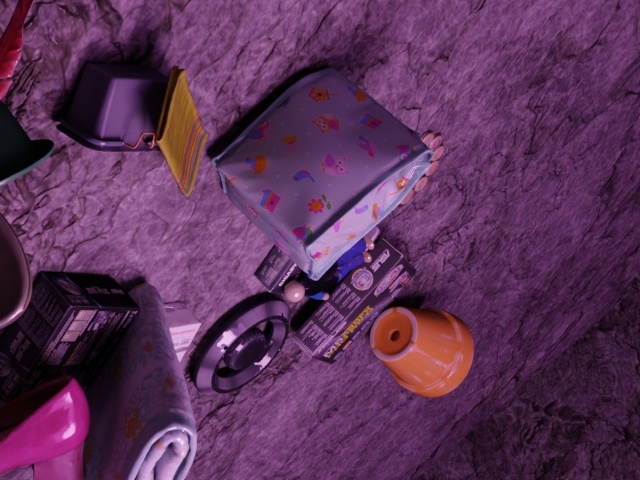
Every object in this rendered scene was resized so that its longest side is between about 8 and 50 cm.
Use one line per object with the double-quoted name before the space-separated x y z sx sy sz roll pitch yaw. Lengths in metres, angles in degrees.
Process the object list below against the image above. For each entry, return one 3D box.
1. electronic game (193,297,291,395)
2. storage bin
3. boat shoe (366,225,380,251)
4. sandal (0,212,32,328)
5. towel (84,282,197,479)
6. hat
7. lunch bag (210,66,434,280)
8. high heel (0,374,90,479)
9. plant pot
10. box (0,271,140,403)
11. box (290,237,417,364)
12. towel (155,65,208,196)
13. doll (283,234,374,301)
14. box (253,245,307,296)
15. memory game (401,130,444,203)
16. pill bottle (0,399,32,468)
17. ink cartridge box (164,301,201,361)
"electronic game" -0.143 0.198 2.016 0.229 0.048 0.229 -36 151 -24
"storage bin" -0.239 -0.163 1.330 0.135 0.098 0.091 -8 123 -53
"boat shoe" 0.082 0.013 2.121 0.100 0.035 0.035 -55 151 -1
"sandal" -0.391 -0.041 1.048 0.120 0.302 0.086 -30 -174 -3
"towel" -0.307 0.299 1.622 0.090 0.320 0.374 14 120 -31
"hat" -0.391 -0.152 1.153 0.208 0.173 0.183 -37 119 -37
"lunch bag" 0.007 -0.112 1.617 0.262 0.223 0.160 -43 159 -14
"high heel" -0.500 0.273 1.453 0.377 0.127 0.181 -10 125 -22
"plant pot" 0.215 0.236 2.474 0.205 0.205 0.188 -52 138 8
"box" -0.369 0.140 1.556 0.180 0.077 0.147 -55 152 16
"box" 0.072 0.128 2.196 0.270 0.060 0.216 -48 165 0
"towel" -0.177 -0.135 1.405 0.237 0.021 0.102 87 12 -77
"doll" 0.013 0.059 1.945 0.189 0.046 0.129 -31 149 -31
"box" 0.000 0.000 1.956 0.220 0.051 0.175 -53 154 13
"memory game" 0.170 -0.130 2.080 0.186 0.012 0.186 -36 151 -23
"pill bottle" -0.455 0.294 1.631 0.087 0.087 0.160 -46 154 -3
"ink cartridge box" -0.270 0.173 1.779 0.099 0.056 0.135 -6 133 -53
